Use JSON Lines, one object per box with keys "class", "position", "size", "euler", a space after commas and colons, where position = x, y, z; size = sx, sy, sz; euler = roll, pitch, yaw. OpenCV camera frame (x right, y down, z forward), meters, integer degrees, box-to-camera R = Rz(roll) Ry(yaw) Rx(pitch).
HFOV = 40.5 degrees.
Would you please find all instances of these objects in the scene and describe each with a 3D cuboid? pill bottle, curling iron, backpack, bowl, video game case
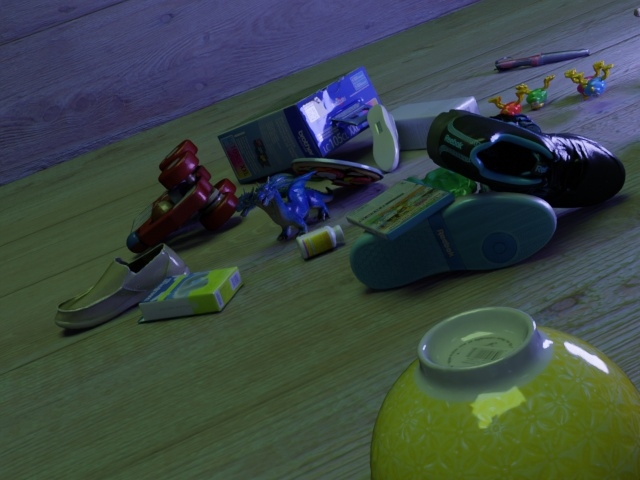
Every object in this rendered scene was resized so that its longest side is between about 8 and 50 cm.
{"class": "pill bottle", "position": [0.000, 0.000, 1.594], "size": [0.083, 0.043, 0.043], "euler": [-21, 20, -7]}
{"class": "curling iron", "position": [0.605, -0.504, 2.390], "size": [0.274, 0.035, 0.068], "euler": [-3, 26, 39]}
{"class": "backpack", "position": [0.322, -0.130, 1.468], "size": [0.117, 0.158, 0.173], "euler": [-12, 14, 6]}
{"class": "bowl", "position": [0.170, 0.160, 0.847], "size": [0.290, 0.156, 0.289], "euler": [-17, 20, 6]}
{"class": "video game case", "position": [0.119, -0.050, 1.336], "size": [0.119, 0.015, 0.166], "euler": [-32, 19, -11]}

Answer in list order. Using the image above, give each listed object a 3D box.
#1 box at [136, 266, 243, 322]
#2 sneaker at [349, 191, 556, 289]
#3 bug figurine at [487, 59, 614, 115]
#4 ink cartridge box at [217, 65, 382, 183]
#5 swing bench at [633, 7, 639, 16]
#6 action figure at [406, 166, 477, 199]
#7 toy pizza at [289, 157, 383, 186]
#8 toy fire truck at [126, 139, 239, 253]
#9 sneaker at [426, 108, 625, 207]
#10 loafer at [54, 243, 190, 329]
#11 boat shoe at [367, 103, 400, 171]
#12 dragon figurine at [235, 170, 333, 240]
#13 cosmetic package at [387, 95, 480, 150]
{"class": "box", "position": [-0.240, 0.097, 1.561], "size": [0.178, 0.042, 0.109], "euler": [-9, 21, 24]}
{"class": "sneaker", "position": [0.211, -0.037, 1.381], "size": [0.319, 0.127, 0.208], "euler": [-11, 22, 19]}
{"class": "bug figurine", "position": [0.529, -0.328, 1.940], "size": [0.279, 0.072, 0.216], "euler": [-12, 14, 31]}
{"class": "ink cartridge box", "position": [-0.030, -0.291, 2.154], "size": [0.396, 0.151, 0.270], "euler": [-14, 18, 49]}
{"class": "swing bench", "position": [0.837, -0.426, 1.792], "size": [0.255, 0.165, 0.253], "euler": [-17, 18, -10]}
{"class": "action figure", "position": [0.230, -0.090, 1.572], "size": [0.137, 0.063, 0.232], "euler": [-29, 13, 0]}
{"class": "toy pizza", "position": [0.033, -0.138, 1.833], "size": [0.201, 0.032, 0.201], "euler": [8, -5, 1]}
{"class": "toy fire truck", "position": [-0.334, -0.075, 1.980], "size": [0.254, 0.169, 0.302], "euler": [-43, 18, 6]}
{"class": "sneaker", "position": [0.331, -0.105, 1.317], "size": [0.341, 0.125, 0.139], "euler": [8, 16, -20]}
{"class": "loafer", "position": [-0.386, 0.083, 1.658], "size": [0.269, 0.092, 0.102], "euler": [-25, 20, -16]}
{"class": "boat shoe", "position": [0.152, -0.226, 1.970], "size": [0.066, 0.063, 0.184], "euler": [-40, 47, 28]}
{"class": "dragon figurine", "position": [-0.050, -0.094, 1.741], "size": [0.085, 0.144, 0.289], "euler": [-2, 26, 39]}
{"class": "cosmetic package", "position": [0.248, -0.270, 2.029], "size": [0.117, 0.085, 0.231], "euler": [-34, 22, -35]}
